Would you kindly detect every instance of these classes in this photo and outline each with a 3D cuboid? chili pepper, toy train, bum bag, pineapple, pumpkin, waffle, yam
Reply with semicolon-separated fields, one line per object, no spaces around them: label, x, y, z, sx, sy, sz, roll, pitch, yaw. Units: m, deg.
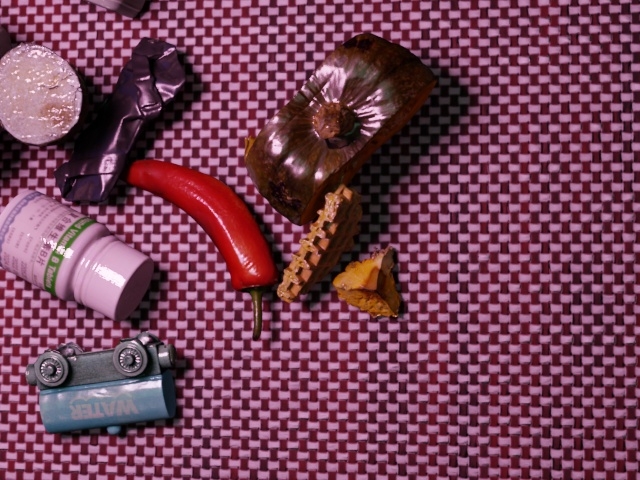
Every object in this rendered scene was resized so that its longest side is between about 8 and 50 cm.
chili pepper;-0.171;-0.021;1.721;0.137;0.092;0.368;-48;72;21
toy train;-0.341;0.231;1.711;0.248;0.101;0.159;-10;96;9
bum bag;-0.323;-0.188;1.750;0.137;0.074;0.310;37;96;39
pineapple;0.084;0.054;1.673;0.114;0.077;0.114;20;74;6
pumpkin;0.027;-0.175;1.627;0.317;0.222;0.139;-43;79;2
waffle;0.000;0.000;1.639;0.160;0.192;0.046;-37;64;-28
yam;-0.431;-0.220;1.685;0.153;0.254;0.154;-1;94;-10

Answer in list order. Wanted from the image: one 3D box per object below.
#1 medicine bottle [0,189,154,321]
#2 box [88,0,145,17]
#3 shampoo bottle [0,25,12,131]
medicine bottle;-0.393;0.027;1.714;0.236;0.139;0.139;28;89;11
box;-0.401;-0.495;1.761;0.311;0.175;0.183;23;96;10
shampoo bottle;-0.649;-0.241;1.689;0.317;0.322;0.323;6;85;-15
